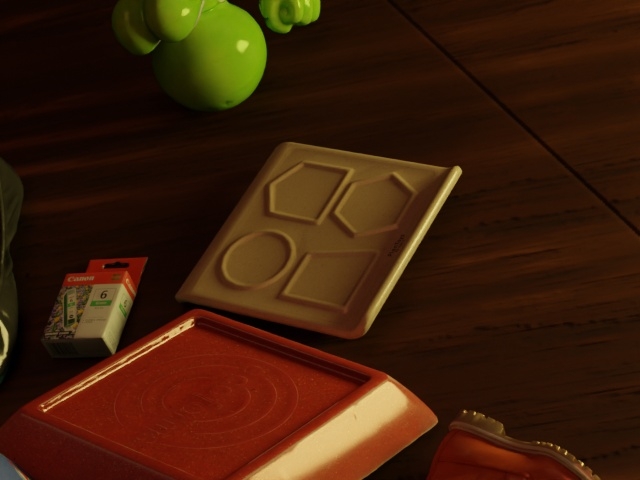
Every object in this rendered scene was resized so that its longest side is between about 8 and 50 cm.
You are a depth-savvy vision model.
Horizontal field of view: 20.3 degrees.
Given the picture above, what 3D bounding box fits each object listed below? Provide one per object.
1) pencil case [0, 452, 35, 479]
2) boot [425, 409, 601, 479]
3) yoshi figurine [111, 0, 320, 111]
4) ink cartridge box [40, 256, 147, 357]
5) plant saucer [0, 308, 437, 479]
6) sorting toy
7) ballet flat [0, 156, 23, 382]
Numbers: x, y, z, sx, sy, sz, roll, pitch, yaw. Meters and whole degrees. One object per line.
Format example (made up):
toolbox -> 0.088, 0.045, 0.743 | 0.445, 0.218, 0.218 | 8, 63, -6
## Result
pencil case -> -0.308, 0.284, 1.260 | 0.306, 0.119, 0.133 | -57, 25, 2
boot -> 0.140, 0.185, 1.288 | 0.158, 0.059, 0.084 | 16, 58, 45
yoshi figurine -> -0.103, -0.250, 1.770 | 0.203, 0.203, 0.362 | 29, 37, -4
ink cartridge box -> -0.198, 0.051, 1.580 | 0.063, 0.029, 0.115 | -3, 47, 21
plant saucer -> -0.086, 0.134, 1.362 | 0.259, 0.047, 0.258 | 18, 32, 35
sorting toy -> 0.000, 0.000, 1.544 | 0.208, 0.038, 0.193 | 8, 51, 35
ballet flat -> -0.327, 0.014, 1.622 | 0.095, 0.096, 0.280 | -16, 44, 8
